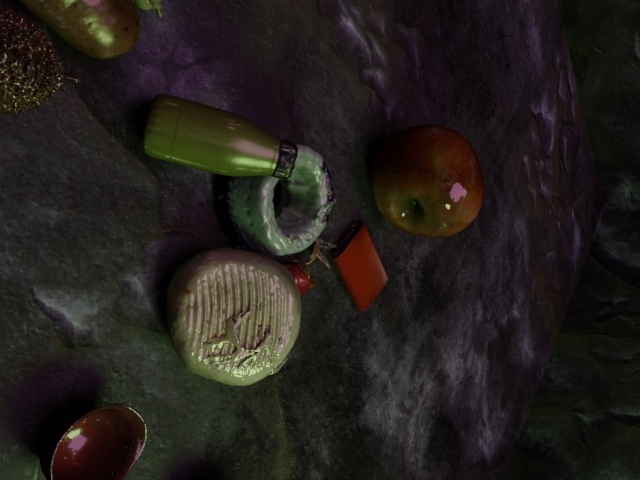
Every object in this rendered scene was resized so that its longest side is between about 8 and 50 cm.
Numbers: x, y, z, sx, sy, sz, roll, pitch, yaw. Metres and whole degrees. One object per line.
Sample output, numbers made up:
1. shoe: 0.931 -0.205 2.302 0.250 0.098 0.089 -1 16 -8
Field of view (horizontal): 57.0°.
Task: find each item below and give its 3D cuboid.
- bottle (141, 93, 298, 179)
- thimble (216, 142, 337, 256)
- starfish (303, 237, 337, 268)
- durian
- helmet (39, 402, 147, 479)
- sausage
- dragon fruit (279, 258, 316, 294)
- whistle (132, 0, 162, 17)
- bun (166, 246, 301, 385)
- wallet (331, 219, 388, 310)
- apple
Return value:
1. bottle: -0.171 -0.171 1.034 0.260 0.112 0.112 14 85 -12
2. thimble: -0.092 -0.082 1.202 0.237 0.150 0.237 -13 108 -46
3. starfish: -0.004 0.000 1.402 0.133 0.041 0.130 13 78 -63
4. durian: -0.426 -0.253 0.834 0.188 0.091 0.148 9 90 -51
5. helmet: -0.387 0.335 0.973 0.175 0.106 0.155 -31 118 -46
6. sausage: -0.443 -0.417 0.765 0.136 0.123 0.501 -49 137 8
7. dragon fruit: -0.058 0.089 1.326 0.116 0.081 0.086 34 61 -46
8. whistle: -0.301 -0.490 0.909 0.131 0.106 0.288 -93 170 -58
9. bun: -0.172 0.144 1.140 0.273 0.168 0.272 -1 93 -26
10. wallet: 0.103 0.067 1.530 0.142 0.045 0.204 -52 132 -31
11. apple: 0.279 -0.161 1.511 0.301 0.301 0.301 -11 105 -47
